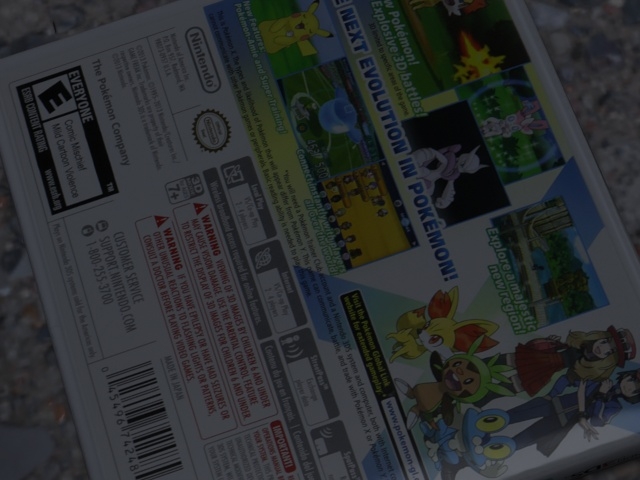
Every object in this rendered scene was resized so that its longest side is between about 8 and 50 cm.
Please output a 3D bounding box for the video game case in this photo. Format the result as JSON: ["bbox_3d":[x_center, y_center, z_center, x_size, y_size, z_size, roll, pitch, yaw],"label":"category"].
[{"bbox_3d":[0.000,0.000,0.913,0.300,0.036,0.329,-19,65,-2],"label":"video game case"}]
